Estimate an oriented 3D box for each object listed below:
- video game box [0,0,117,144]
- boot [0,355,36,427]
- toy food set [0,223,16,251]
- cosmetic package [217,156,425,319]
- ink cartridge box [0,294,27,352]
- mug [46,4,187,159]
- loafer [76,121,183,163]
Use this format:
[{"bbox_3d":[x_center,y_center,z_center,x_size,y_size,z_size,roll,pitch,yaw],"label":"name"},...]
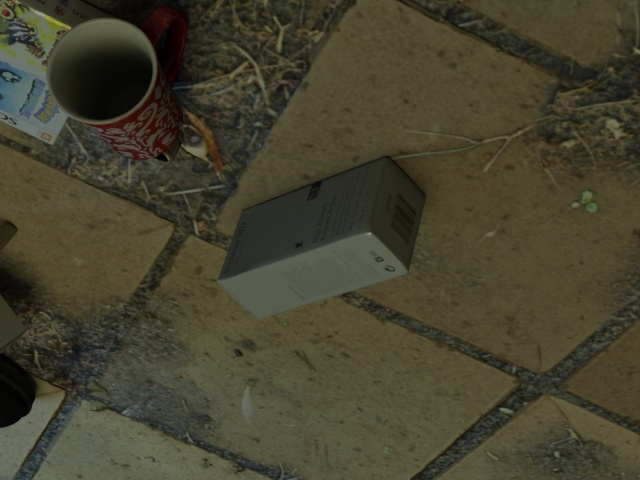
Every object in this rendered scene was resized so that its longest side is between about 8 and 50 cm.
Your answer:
[{"bbox_3d":[-0.340,-0.209,1.631,0.187,0.048,0.205,23,142,-14],"label":"video game box"},{"bbox_3d":[-0.634,0.317,2.077,0.367,0.445,0.146,30,141,-18],"label":"boot"},{"bbox_3d":[-0.496,-0.032,1.865,0.071,0.128,0.218,12,153,42],"label":"toy food set"},{"bbox_3d":[0.000,0.000,1.713,0.231,0.117,0.085,-19,130,35],"label":"cosmetic package"},{"bbox_3d":[-0.521,0.124,2.013,0.219,0.092,0.160,-35,94,35],"label":"ink cartridge box"},{"bbox_3d":[-0.189,-0.156,1.565,0.150,0.113,0.169,-24,165,1],"label":"mug"},{"bbox_3d":[-0.220,-0.120,1.704,0.125,0.039,0.045,14,144,2],"label":"loafer"}]
